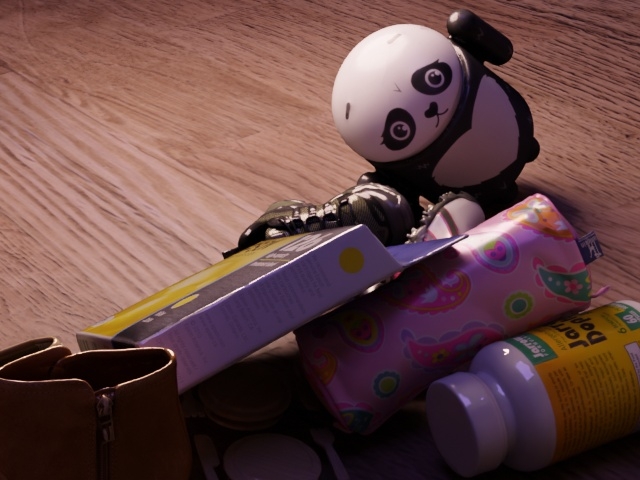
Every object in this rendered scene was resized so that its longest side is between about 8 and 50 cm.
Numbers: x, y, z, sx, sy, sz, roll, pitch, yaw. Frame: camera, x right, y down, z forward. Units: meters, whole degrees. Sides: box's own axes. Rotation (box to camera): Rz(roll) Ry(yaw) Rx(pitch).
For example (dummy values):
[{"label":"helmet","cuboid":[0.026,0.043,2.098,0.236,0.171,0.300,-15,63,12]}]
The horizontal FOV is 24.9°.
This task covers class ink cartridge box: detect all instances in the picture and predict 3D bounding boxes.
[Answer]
[{"label":"ink cartridge box","cuboid":[-0.058,0.046,1.350,0.307,0.072,0.303,-29,6,-18]}]

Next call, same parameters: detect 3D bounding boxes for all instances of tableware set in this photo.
[{"label":"tableware set","cuboid":[-0.058,0.179,1.306,0.128,0.039,0.194,-1,30,-16]}]

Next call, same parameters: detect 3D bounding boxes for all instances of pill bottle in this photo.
[{"label":"pill bottle","cuboid":[0.202,0.133,1.267,0.208,0.118,0.117,-16,29,-22]}]

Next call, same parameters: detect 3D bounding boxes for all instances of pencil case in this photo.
[{"label":"pencil case","cuboid":[0.117,0.068,1.322,0.284,0.124,0.124,-28,30,-3]}]

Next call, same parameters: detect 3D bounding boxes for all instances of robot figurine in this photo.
[{"label":"robot figurine","cuboid":[0.139,-0.137,1.683,0.173,0.278,0.209,-21,56,34]}]

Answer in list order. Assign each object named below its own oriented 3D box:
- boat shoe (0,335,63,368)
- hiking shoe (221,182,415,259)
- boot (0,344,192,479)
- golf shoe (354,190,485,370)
[{"label":"boat shoe","cuboid":[-0.371,0.156,1.337,0.285,0.089,0.104,-14,29,-18]},{"label":"hiking shoe","cuboid":[0.000,0.000,1.580,0.227,0.086,0.114,-9,20,43]},{"label":"boot","cuboid":[-0.239,0.195,1.105,0.295,0.211,0.104,-16,28,-23]},{"label":"golf shoe","cuboid":[0.127,0.049,1.496,0.120,0.105,0.273,22,40,16]}]
